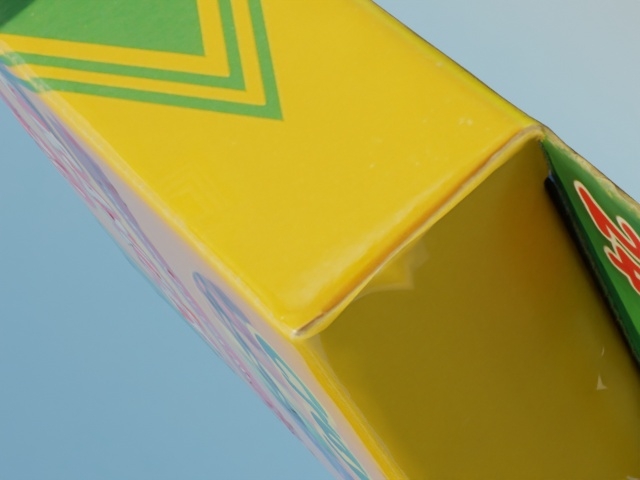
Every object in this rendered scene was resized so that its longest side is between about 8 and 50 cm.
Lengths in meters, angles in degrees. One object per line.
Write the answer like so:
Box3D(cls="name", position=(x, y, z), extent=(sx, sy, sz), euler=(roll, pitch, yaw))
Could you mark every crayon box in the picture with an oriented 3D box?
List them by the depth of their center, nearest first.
Box3D(cls="crayon box", position=(0.000, 0.000, 0.583), extent=(0.318, 0.081, 0.202), euler=(41, 169, 43))
